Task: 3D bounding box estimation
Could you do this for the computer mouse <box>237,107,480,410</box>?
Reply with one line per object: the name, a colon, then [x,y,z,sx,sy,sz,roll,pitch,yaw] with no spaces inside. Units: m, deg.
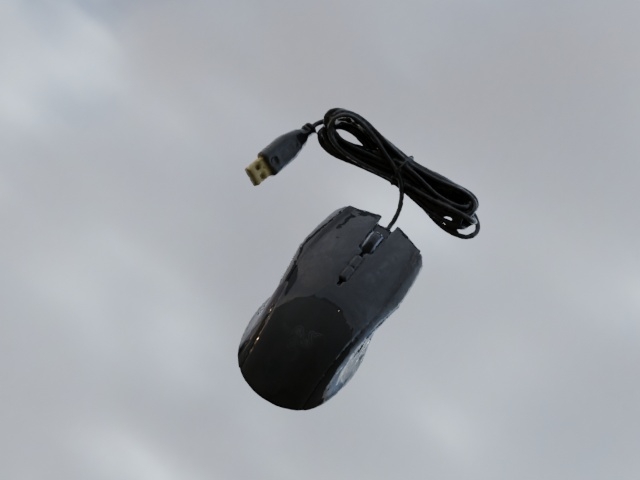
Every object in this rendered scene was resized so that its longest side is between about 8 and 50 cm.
computer mouse: [0.000,0.000,1.568,0.184,0.262,0.060,39,-24,9]
